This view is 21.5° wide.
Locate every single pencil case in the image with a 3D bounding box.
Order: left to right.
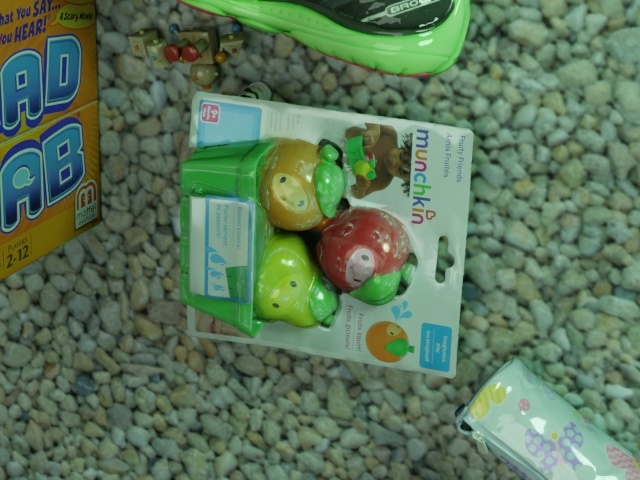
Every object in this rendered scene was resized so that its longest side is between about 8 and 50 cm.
[{"bbox_3d":[0.290,0.261,2.002,0.273,0.124,0.113,39,122,8],"label":"pencil case"}]

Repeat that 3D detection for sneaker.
[{"bbox_3d":[-0.109,-0.159,2.098,0.040,0.044,0.109,49,125,1],"label":"sneaker"},{"bbox_3d":[-0.040,-0.339,1.941,0.482,0.185,0.202,21,99,16],"label":"sneaker"}]

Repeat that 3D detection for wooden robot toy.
[{"bbox_3d":[-0.161,-0.220,2.089,0.173,0.076,0.079,3,121,27],"label":"wooden robot toy"}]

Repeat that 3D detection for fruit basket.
[{"bbox_3d":[0.000,0.000,2.033,0.353,0.165,0.327,12,114,20],"label":"fruit basket"}]

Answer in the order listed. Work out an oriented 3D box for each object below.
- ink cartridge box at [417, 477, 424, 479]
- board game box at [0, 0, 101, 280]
[{"bbox_3d":[0.121,0.371,2.131,0.092,0.143,0.090,43,105,7],"label":"ink cartridge box"},{"bbox_3d":[-0.526,-0.160,2.129,0.356,0.356,0.356,11,114,24],"label":"board game box"}]
